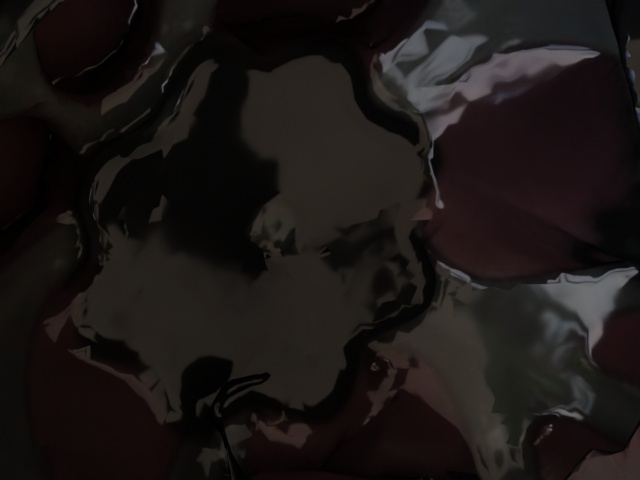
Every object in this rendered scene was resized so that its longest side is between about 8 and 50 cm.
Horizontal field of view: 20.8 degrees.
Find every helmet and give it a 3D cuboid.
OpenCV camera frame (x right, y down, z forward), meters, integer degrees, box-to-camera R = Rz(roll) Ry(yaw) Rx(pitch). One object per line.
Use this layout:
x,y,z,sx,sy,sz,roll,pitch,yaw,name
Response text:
0.000,0.000,0.442,0.338,0.271,0.197,27,-177,-26,helmet
